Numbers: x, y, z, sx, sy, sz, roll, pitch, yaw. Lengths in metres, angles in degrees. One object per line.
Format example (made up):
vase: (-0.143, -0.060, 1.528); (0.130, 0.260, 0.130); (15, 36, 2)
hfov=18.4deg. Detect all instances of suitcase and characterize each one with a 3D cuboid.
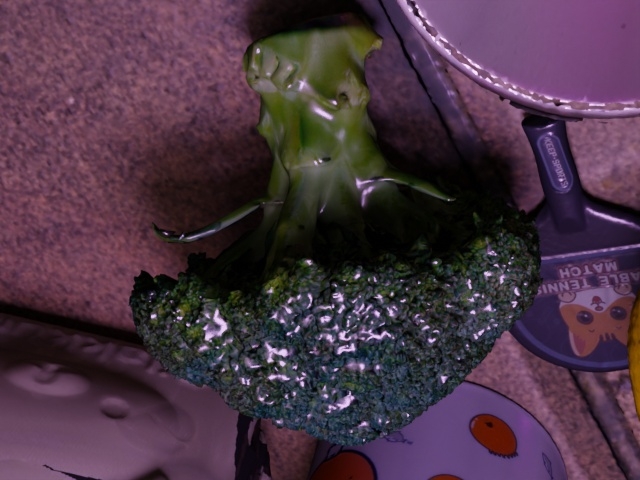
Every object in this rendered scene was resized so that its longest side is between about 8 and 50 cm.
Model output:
suitcase: (-0.225, 0.204, 1.512); (0.351, 0.339, 0.194); (12, 125, 6)

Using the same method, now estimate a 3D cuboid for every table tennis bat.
table tennis bat: (0.194, 0.005, 1.475); (0.150, 0.027, 0.236); (-8, 123, 18)

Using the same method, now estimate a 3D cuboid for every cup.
cup: (0.071, 0.282, 1.508); (0.212, 0.317, 0.212); (6, 124, 8)
cup: (0.177, -0.241, 1.163); (0.253, 0.274, 0.253); (7, 126, 10)

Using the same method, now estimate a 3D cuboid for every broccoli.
broccoli: (0.000, 0.000, 1.403); (0.297, 0.297, 0.297); (-15, 87, 22)

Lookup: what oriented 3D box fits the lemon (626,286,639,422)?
lemon: (0.344, 0.095, 1.365); (0.260, 0.260, 0.284); (-4, 123, 16)
